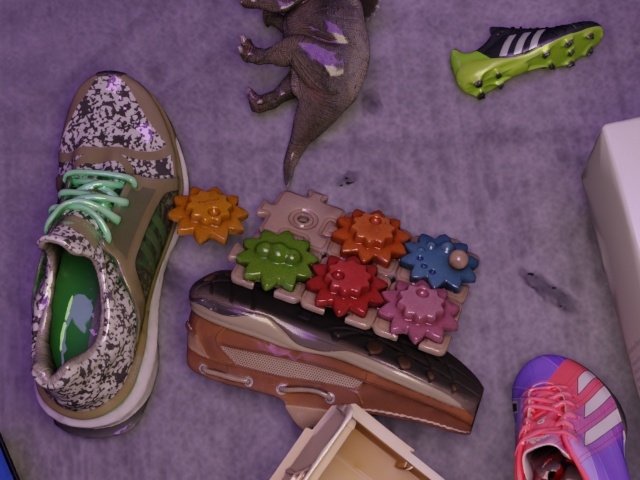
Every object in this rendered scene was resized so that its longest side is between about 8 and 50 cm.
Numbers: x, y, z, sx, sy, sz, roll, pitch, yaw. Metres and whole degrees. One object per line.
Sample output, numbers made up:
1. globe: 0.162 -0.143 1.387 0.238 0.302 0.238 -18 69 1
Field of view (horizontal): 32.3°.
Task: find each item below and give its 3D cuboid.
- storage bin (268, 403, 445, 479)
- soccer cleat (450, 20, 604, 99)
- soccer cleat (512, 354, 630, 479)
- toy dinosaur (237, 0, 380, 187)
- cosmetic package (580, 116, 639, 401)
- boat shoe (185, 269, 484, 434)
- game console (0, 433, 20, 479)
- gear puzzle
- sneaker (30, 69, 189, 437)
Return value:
1. storage bin: 0.049 0.320 0.979 0.262 0.123 0.260 39 73 -7
2. soccer cleat: 0.235 -0.223 1.268 0.179 0.060 0.072 -20 61 -1
3. soccer cleat: 0.227 0.195 1.035 0.109 0.318 0.116 -36 116 19
4. toy dinosaur: -0.005 -0.221 1.252 0.160 0.121 0.313 1 69 18
5. cosmetic package: 0.397 0.067 1.024 0.217 0.156 0.384 -9 71 2
6. boat shoe: 0.007 0.136 1.159 0.324 0.122 0.119 20 107 12
7. game console: -0.356 0.271 1.158 0.107 0.071 0.122 -27 73 -4
8. gear puzzle: 0.000 0.000 1.181 0.339 0.044 0.175 19 44 10
9. sneaker: -0.235 -0.005 1.171 0.158 0.182 0.410 -1 73 4
